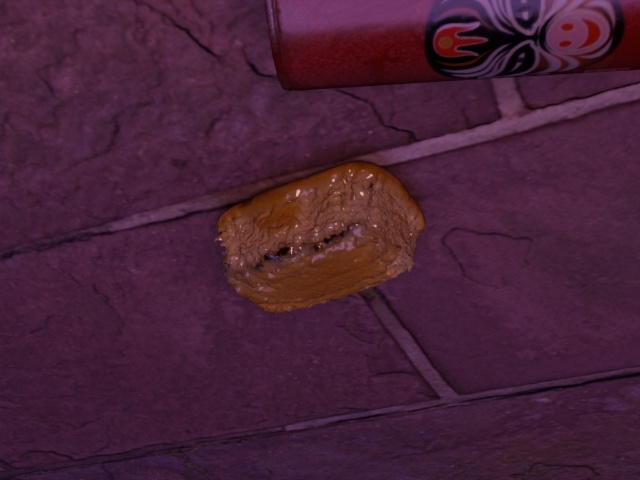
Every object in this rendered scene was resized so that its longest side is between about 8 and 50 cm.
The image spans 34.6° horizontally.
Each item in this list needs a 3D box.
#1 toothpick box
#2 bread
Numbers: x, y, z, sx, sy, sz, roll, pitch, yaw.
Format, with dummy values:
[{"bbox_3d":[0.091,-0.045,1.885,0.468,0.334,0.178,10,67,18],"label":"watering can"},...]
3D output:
[{"bbox_3d":[0.129,-0.229,0.823,0.333,0.204,0.204,-2,146,5],"label":"toothpick box"},{"bbox_3d":[0.000,0.000,1.241,0.245,0.121,0.174,-23,148,25],"label":"bread"}]
